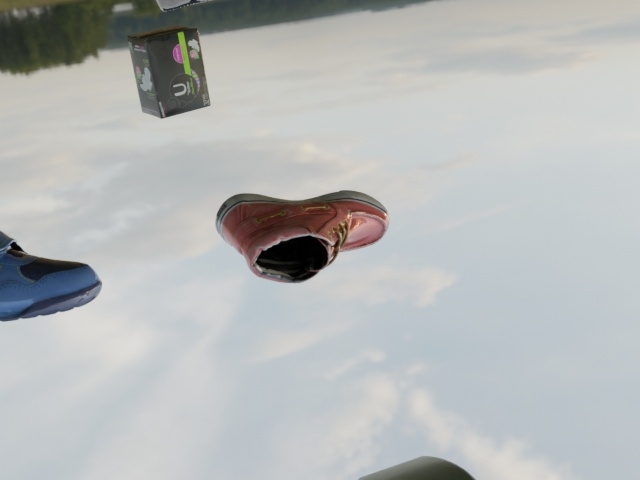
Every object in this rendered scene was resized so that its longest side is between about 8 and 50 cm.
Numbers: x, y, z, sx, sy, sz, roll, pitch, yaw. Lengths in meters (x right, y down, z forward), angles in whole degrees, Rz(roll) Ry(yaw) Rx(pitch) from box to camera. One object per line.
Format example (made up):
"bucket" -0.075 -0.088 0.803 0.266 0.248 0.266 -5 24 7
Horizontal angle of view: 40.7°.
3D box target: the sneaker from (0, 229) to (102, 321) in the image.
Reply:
"sneaker" -0.178 0.006 0.417 0.144 0.059 0.053 7 -178 -11

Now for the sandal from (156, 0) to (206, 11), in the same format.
"sandal" -0.086 -0.240 0.729 0.097 0.055 0.254 -36 -157 -26

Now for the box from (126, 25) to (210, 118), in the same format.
"box" -0.159 -0.178 0.909 0.062 0.083 0.052 -22 -153 -29

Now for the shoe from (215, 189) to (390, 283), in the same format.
"shoe" 0.000 0.000 0.768 0.177 0.064 0.081 1 -149 -32

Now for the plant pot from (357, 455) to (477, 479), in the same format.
"plant pot" 0.128 0.373 1.078 0.165 0.166 0.234 -17 -168 -7
